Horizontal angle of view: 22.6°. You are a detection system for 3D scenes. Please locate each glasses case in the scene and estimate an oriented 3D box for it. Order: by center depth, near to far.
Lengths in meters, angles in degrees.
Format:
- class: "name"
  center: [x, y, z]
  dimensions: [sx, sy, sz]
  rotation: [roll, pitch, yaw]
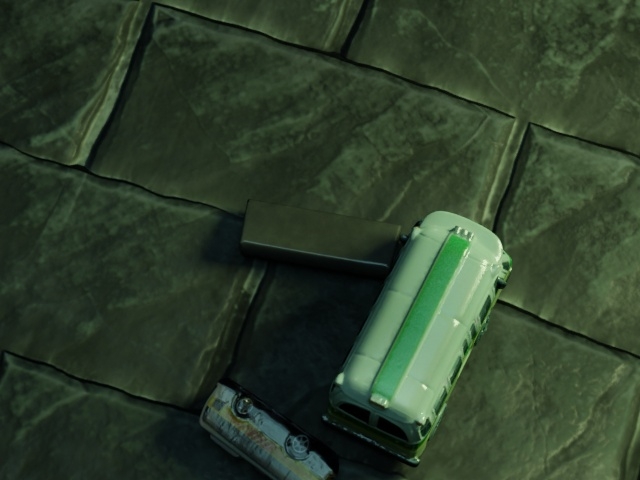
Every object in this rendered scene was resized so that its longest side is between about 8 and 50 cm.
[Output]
- class: "glasses case"
  center: [-0.001, -0.001, 1.937]
  dimensions: [0.191, 0.042, 0.072]
  rotation: [10, 63, 5]

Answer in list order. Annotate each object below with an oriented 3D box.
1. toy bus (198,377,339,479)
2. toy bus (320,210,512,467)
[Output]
- class: "toy bus"
  center: [-0.061, 0.232, 1.844]
  dimensions: [0.172, 0.057, 0.072]
  rotation: [34, 82, 13]
- class: "toy bus"
  center: [0.116, 0.101, 1.832]
  dimensions: [0.134, 0.164, 0.276]
  rotation: [25, 72, 9]
